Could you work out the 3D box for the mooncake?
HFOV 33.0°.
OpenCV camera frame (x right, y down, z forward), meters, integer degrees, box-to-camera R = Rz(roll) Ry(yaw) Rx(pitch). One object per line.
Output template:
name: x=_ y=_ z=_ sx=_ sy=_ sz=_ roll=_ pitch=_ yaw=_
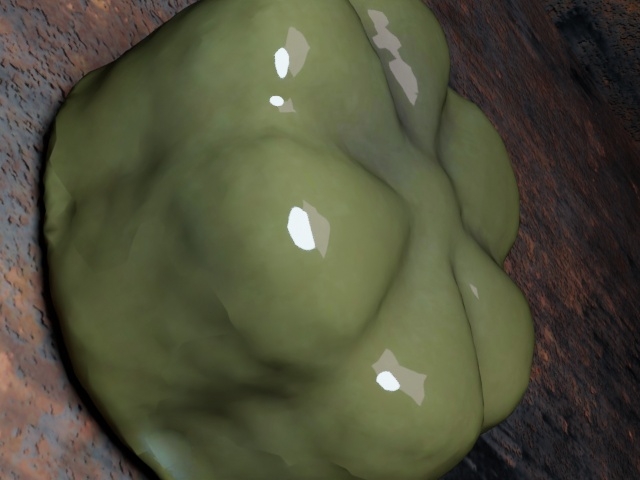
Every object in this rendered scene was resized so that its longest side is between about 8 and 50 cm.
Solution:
mooncake: x=0.000 y=0.000 z=0.918 sx=0.467 sy=0.262 sz=0.467 roll=39 pitch=40 yaw=-44
